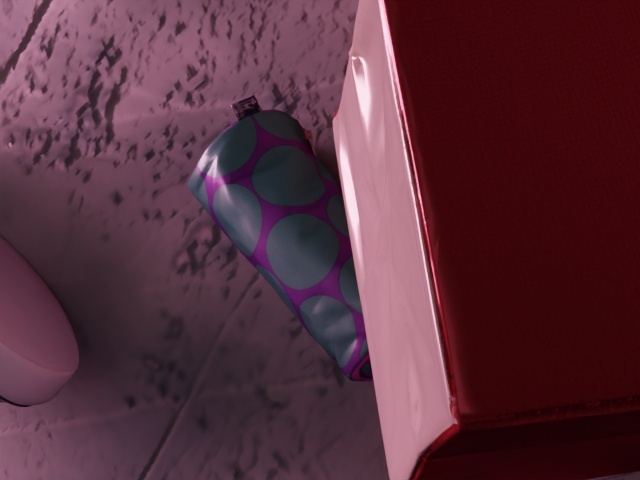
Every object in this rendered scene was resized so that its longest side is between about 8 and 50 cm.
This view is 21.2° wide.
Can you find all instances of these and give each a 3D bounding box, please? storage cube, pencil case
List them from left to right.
[{"bbox_3d":[0.000,0.000,0.858,0.070,0.064,0.151,-33,65,-14],"label":"pencil case"},{"bbox_3d":[0.118,-0.011,0.693,0.193,0.183,0.215,-8,74,-7],"label":"storage cube"}]

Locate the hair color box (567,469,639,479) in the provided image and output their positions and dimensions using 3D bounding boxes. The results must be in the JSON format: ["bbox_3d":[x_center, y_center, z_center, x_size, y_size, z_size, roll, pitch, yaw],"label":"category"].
[{"bbox_3d":[0.108,0.056,0.790,0.072,0.043,0.141,-11,74,-7],"label":"hair color box"}]

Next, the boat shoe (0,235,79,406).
[{"bbox_3d":[-0.252,0.015,0.959,0.301,0.108,0.102,40,99,29],"label":"boat shoe"}]
